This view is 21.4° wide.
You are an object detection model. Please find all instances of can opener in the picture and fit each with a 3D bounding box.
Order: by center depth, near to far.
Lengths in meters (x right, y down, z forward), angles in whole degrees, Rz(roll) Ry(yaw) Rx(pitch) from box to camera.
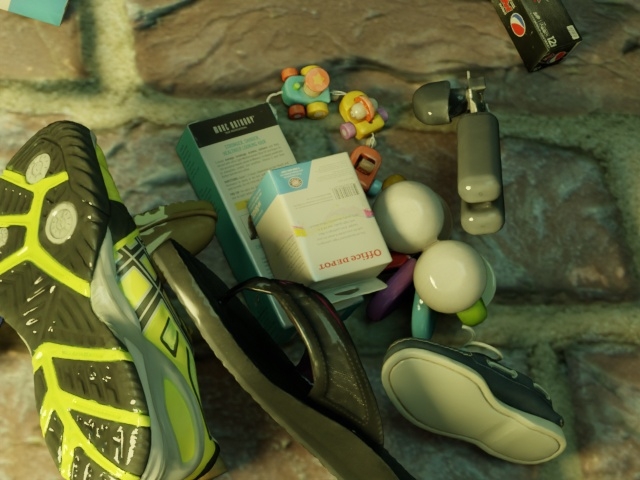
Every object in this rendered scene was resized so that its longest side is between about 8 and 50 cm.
[{"bbox_3d":[0.146,-0.098,1.820,0.095,0.076,0.283,-4,29,6],"label":"can opener"}]

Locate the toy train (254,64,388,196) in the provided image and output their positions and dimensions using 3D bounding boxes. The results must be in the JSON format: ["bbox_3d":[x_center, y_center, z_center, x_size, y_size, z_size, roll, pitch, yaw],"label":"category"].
[{"bbox_3d":[0.014,-0.128,1.861,0.166,0.046,0.125,35,60,-2],"label":"toy train"}]

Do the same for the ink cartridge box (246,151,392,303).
[{"bbox_3d":[0.000,0.000,1.701,0.092,0.090,0.143,-14,73,-25],"label":"ink cartridge box"}]

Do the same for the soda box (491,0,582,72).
[{"bbox_3d":[0.242,-0.288,2.008,0.053,0.060,0.169,-19,75,-25],"label":"soda box"}]

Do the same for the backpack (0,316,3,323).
[{"bbox_3d":[-0.361,0.059,1.617,0.120,0.098,0.101,25,32,-7],"label":"backpack"}]

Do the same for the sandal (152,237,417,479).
[{"bbox_3d":[0.013,0.142,1.630,0.107,0.167,0.446,-42,106,4],"label":"sandal"}]

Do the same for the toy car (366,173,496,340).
[{"bbox_3d":[0.095,0.028,1.778,0.136,0.159,0.182,-36,81,6],"label":"toy car"}]

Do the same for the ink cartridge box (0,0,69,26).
[{"bbox_3d":[-0.365,-0.386,1.758,0.270,0.197,0.198,15,62,-12],"label":"ink cartridge box"}]

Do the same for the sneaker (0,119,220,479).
[{"bbox_3d":[-0.204,0.066,1.574,0.147,0.145,0.384,21,46,-53],"label":"sneaker"}]

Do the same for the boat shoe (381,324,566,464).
[{"bbox_3d":[0.156,0.150,1.726,0.254,0.095,0.079,25,40,-32],"label":"boat shoe"}]

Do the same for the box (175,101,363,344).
[{"bbox_3d":[-0.056,-0.019,1.778,0.101,0.060,0.244,-18,74,-26],"label":"box"}]

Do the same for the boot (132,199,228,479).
[{"bbox_3d":[-0.160,0.116,1.671,0.236,0.089,0.269,-22,77,-21],"label":"boot"}]
